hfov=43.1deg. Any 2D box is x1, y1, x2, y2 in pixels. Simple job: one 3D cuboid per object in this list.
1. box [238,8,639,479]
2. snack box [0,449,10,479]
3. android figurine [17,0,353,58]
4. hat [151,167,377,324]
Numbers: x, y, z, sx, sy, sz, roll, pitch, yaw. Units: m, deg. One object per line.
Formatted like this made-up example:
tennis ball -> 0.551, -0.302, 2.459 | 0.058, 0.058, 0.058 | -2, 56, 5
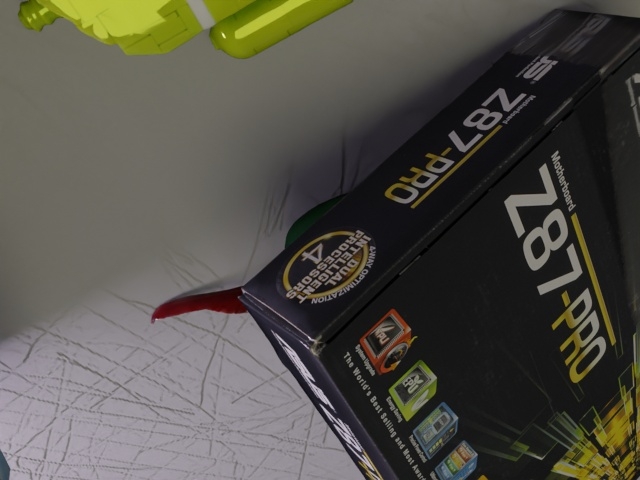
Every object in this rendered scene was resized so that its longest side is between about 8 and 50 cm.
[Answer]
box -> 0.158, 0.081, 0.623 | 0.318, 0.097, 0.395 | -42, 128, -18
snack box -> -0.397, 0.142, 0.532 | 0.321, 0.060, 0.187 | -10, 126, -3
android figurine -> -0.076, -0.216, 0.462 | 0.272, 0.056, 0.248 | -29, 126, 7
hat -> 0.000, 0.000, 0.656 | 0.208, 0.183, 0.173 | -9, 111, -39
